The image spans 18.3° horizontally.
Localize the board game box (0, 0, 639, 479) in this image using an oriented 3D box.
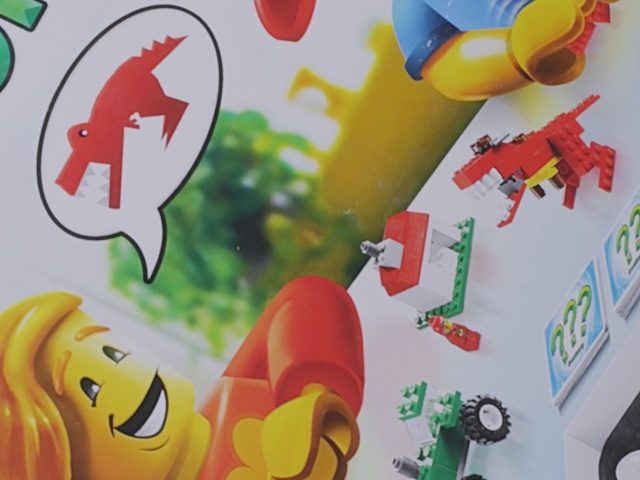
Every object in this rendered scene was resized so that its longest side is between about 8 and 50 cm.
[{"bbox_3d":[0.000,0.000,0.360,0.193,0.053,0.305,26,64,-4],"label":"board game box"}]
